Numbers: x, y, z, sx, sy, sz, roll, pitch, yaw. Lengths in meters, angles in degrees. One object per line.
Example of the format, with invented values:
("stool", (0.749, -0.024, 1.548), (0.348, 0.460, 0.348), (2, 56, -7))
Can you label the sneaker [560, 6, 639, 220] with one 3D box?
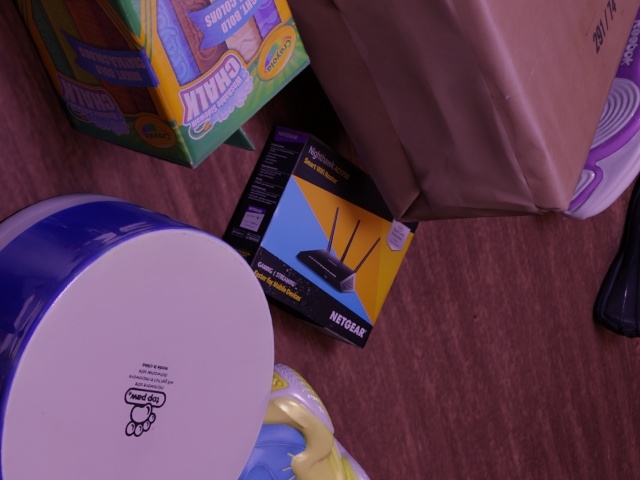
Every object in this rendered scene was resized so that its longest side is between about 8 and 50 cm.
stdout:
("sneaker", (0.331, -0.143, 1.644), (0.152, 0.114, 0.305), (41, 73, -47))

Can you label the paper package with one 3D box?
("paper package", (0.121, -0.224, 1.274), (0.309, 0.168, 0.325), (60, 41, -43))

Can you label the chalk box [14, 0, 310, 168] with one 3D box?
("chalk box", (-0.108, -0.143, 1.128), (0.132, 0.132, 0.213), (-45, 132, -30))

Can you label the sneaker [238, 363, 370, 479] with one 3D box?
("sneaker", (-0.033, 0.208, 1.398), (0.126, 0.091, 0.240), (-38, 133, -10))

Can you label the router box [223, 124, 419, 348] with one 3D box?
("router box", (0.000, 0.000, 1.371), (0.179, 0.046, 0.133), (32, 79, -49))

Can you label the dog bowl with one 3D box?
("dog bowl", (-0.159, 0.104, 1.182), (0.265, 0.104, 0.265), (-20, 118, -43))

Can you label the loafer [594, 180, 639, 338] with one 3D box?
("loafer", (0.372, 0.001, 1.773), (0.076, 0.078, 0.223), (25, 84, -51))
